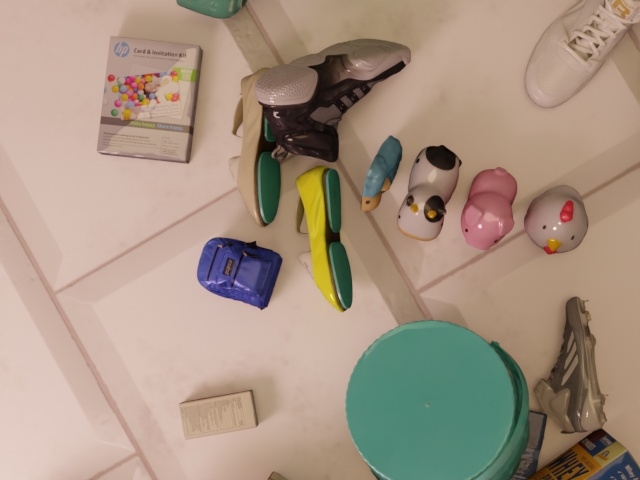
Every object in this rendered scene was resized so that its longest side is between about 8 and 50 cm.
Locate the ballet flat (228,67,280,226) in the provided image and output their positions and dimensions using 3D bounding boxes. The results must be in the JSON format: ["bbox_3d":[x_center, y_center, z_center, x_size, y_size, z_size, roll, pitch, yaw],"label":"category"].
[{"bbox_3d":[-0.103,-0.145,1.807,0.086,0.086,0.248,5,86,3],"label":"ballet flat"}]

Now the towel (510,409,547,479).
[{"bbox_3d":[0.307,0.317,1.783,0.067,0.029,0.119,14,89,1],"label":"towel"}]

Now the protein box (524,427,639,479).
[{"bbox_3d":[0.405,0.425,1.707,0.201,0.136,0.200,-36,96,0],"label":"protein box"}]

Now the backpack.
[{"bbox_3d":[-0.129,0.042,1.781,0.120,0.101,0.098,18,82,7],"label":"backpack"}]

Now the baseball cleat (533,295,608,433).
[{"bbox_3d":[0.374,0.191,1.767,0.109,0.072,0.206,-12,74,21],"label":"baseball cleat"}]

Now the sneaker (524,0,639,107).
[{"bbox_3d":[0.422,-0.332,1.741,0.108,0.169,0.292,40,91,2],"label":"sneaker"}]

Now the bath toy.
[{"bbox_3d":[0.239,-0.056,1.756,0.348,0.129,0.151,15,88,2],"label":"bath toy"}]

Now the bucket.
[{"bbox_3d":[0.171,0.251,1.682,0.281,0.183,0.281,-4,74,13],"label":"bucket"}]

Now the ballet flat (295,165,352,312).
[{"bbox_3d":[0.000,0.000,1.798,0.077,0.077,0.231,-9,84,23],"label":"ballet flat"}]

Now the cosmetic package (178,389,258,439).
[{"bbox_3d":[-0.158,0.271,1.800,0.115,0.041,0.060,-9,86,2],"label":"cosmetic package"}]

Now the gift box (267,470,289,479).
[{"bbox_3d":[-0.034,0.518,1.673,0.258,0.276,0.255,32,94,2],"label":"gift box"}]

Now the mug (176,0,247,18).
[{"bbox_3d":[-0.150,-0.422,1.788,0.097,0.129,0.158,20,90,2],"label":"mug"}]

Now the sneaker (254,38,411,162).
[{"bbox_3d":[0.024,-0.213,1.788,0.268,0.101,0.153,-22,124,-25],"label":"sneaker"}]

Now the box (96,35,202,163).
[{"bbox_3d":[-0.269,-0.222,1.830,0.145,0.038,0.186,7,87,3],"label":"box"}]
